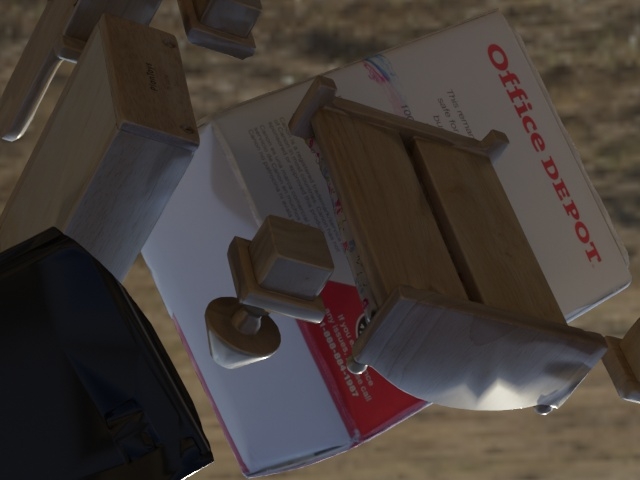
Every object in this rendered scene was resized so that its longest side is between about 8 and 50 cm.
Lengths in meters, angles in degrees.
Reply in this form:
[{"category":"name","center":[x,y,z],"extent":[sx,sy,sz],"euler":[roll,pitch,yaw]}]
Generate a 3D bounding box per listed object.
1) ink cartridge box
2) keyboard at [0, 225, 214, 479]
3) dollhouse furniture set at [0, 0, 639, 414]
[{"category":"ink cartridge box","center":[0.042,-0.004,1.223],"extent":[0.306,0.226,0.131],"euler":[-23,178,-44]},{"category":"keyboard","center":[-0.190,0.148,0.746],"extent":[0.317,0.201,0.033],"euler":[-28,180,-8]},{"category":"dollhouse furniture set","center":[0.000,0.000,1.083],"extent":[0.355,0.303,0.174],"euler":[16,125,-27]}]
